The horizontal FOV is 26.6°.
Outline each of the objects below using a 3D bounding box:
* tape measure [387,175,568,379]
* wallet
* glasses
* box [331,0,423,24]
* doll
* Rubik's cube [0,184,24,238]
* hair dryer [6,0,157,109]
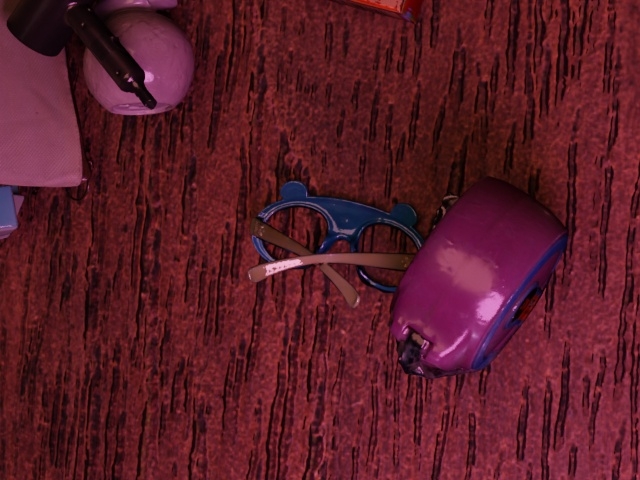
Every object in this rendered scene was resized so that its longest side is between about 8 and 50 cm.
[{"bbox_3d":[0.170,0.048,1.563,0.149,0.231,0.245,36,94,16],"label":"tape measure"},{"bbox_3d":[-0.412,-0.214,1.726,0.068,0.275,0.335,-10,87,39],"label":"wallet"},{"bbox_3d":[0.000,0.031,1.661,0.239,0.207,0.102,14,128,19],"label":"glasses"},{"bbox_3d":[-0.002,-0.411,1.709,0.313,0.089,0.197,18,95,17],"label":"box"},{"bbox_3d":[-0.240,-0.310,1.755,0.151,0.151,0.287,-6,83,17],"label":"doll"},{"bbox_3d":[-0.531,-0.058,1.794,0.265,0.224,0.213,-12,85,11],"label":"Rubik's cube"},{"bbox_3d":[-0.254,-0.264,1.641,0.248,0.078,0.195,50,114,21],"label":"hair dryer"}]
